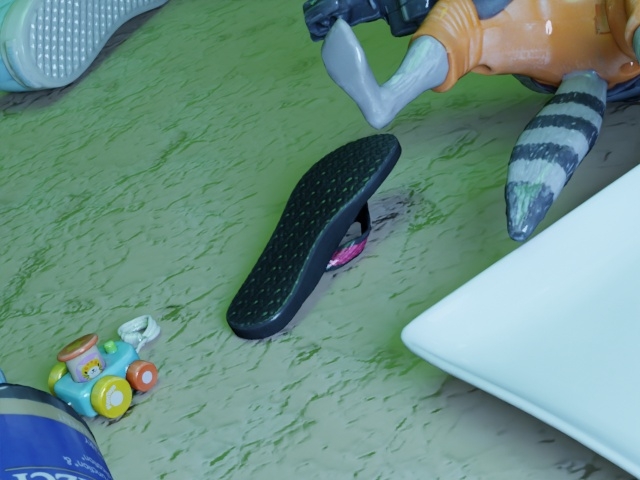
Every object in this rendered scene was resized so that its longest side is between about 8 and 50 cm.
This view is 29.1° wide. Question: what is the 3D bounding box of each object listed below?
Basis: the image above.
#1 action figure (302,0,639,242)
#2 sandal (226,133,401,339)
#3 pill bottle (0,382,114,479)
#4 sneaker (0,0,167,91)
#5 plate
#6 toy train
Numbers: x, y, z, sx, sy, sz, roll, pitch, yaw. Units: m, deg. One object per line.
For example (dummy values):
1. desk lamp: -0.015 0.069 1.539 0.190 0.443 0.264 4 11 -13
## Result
1. action figure: 0.130 -0.124 0.807 0.341 0.178 0.330 -13 11 32
2. sandal: 0.000 0.000 0.813 0.067 0.040 0.179 3 51 46
3. pill bottle: -0.118 0.168 0.492 0.123 0.123 0.219 -28 42 -11
4. sneaker: -0.286 -0.290 1.394 0.150 0.135 0.366 -1 33 29
5. plate: 0.222 0.032 0.591 0.277 0.045 0.278 -32 30 -20
6. toy train: -0.185 0.084 0.777 0.166 0.046 0.125 -22 29 1
